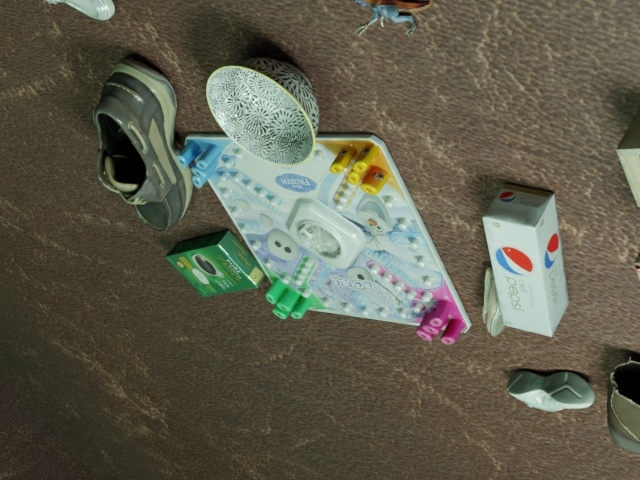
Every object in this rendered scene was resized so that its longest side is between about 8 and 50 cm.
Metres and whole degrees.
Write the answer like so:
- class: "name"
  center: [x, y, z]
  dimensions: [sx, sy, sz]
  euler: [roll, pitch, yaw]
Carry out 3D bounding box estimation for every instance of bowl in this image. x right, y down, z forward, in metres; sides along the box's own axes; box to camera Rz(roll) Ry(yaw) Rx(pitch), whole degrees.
- class: "bowl"
  center: [-0.062, -0.188, 1.390]
  dimensions: [0.170, 0.080, 0.170]
  euler: [24, 146, 17]

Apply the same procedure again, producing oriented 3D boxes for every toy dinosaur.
- class: "toy dinosaur"
  center: [0.078, -0.272, 1.205]
  dimensions: [0.082, 0.047, 0.090]
  euler: [43, 116, 5]

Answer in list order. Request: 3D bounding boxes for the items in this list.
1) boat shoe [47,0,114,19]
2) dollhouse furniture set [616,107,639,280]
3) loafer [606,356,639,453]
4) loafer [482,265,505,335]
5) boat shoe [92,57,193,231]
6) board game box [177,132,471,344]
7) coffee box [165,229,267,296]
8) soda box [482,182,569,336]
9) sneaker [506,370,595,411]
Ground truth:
- class: "boat shoe"
  center: [-0.380, -0.370, 1.472]
  dimensions: [0.184, 0.063, 0.066]
  euler: [41, 148, -8]
- class: "dollhouse furniture set"
  center: [0.404, -0.034, 1.099]
  dimensions: [0.129, 0.129, 0.183]
  euler: [2, 135, 43]
- class: "loafer"
  center: [0.522, 0.231, 1.329]
  dimensions: [0.366, 0.133, 0.130]
  euler: [0, 134, 44]
- class: "loafer"
  center: [0.253, 0.085, 1.491]
  dimensions: [0.039, 0.045, 0.125]
  euler: [38, 146, 31]
- class: "boat shoe"
  center: [-0.299, -0.128, 1.648]
  dimensions: [0.132, 0.130, 0.355]
  euler: [24, 146, 21]
- class: "board game box"
  center: [0.000, 0.000, 1.608]
  dimensions: [0.390, 0.050, 0.390]
  euler: [5, 137, 40]
- class: "coffee box"
  center: [-0.188, 0.044, 1.854]
  dimensions: [0.113, 0.040, 0.184]
  euler: [49, 147, -20]
- class: "soda box"
  center: [0.274, 0.028, 1.364]
  dimensions: [0.074, 0.069, 0.216]
  euler: [14, 143, 31]
- class: "sneaker"
  center: [0.359, 0.233, 1.577]
  dimensions: [0.061, 0.053, 0.152]
  euler: [44, 155, -30]
